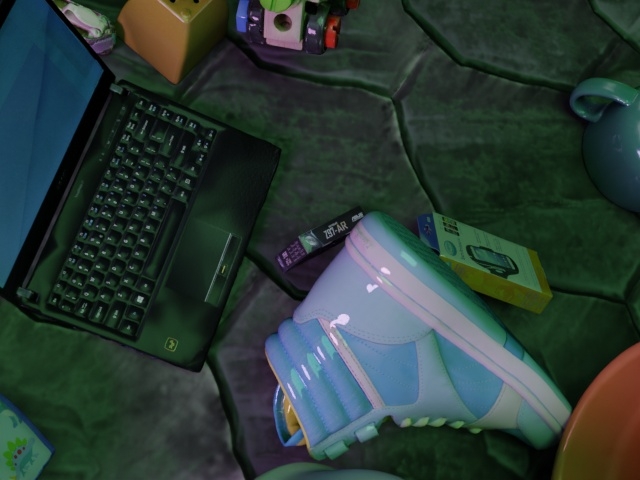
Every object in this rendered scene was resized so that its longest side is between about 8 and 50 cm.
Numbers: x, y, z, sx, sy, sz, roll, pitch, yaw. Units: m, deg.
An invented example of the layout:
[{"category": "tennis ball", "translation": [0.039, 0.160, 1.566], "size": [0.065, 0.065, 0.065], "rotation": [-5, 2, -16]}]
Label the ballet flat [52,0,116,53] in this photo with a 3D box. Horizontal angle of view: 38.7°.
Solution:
[{"category": "ballet flat", "translation": [-0.239, -0.211, 0.837], "size": [0.114, 0.041, 0.041], "rotation": [25, 70, -10]}]

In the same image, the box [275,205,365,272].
[{"category": "box", "translation": [0.000, 0.000, 0.833], "size": [0.067, 0.083, 0.018], "rotation": [-27, 86, -21]}]

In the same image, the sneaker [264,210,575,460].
[{"category": "sneaker", "translation": [0.079, 0.135, 0.816], "size": [0.208, 0.127, 0.319], "rotation": [-44, 118, 7]}]

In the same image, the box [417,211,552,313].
[{"category": "box", "translation": [0.152, 0.019, 0.884], "size": [0.136, 0.028, 0.081], "rotation": [19, 30, -10]}]

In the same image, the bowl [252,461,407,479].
[{"category": "bowl", "translation": [0.060, 0.293, 0.668], "size": [0.298, 0.134, 0.297], "rotation": [35, 40, -37]}]

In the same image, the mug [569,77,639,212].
[{"category": "mug", "translation": [0.348, -0.105, 0.965], "size": [0.158, 0.097, 0.129], "rotation": [8, 73, -16]}]

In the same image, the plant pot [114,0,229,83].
[{"category": "plant pot", "translation": [-0.133, -0.212, 0.848], "size": [0.081, 0.083, 0.081], "rotation": [41, 68, -5]}]

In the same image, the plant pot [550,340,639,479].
[{"category": "plant pot", "translation": [0.345, 0.228, 0.704], "size": [0.204, 0.291, 0.290], "rotation": [13, 72, -19]}]

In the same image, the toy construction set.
[{"category": "toy construction set", "translation": [-0.018, -0.299, 0.825], "size": [0.151, 0.215, 0.327], "rotation": [21, 38, 20]}]

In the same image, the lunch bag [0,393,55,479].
[{"category": "lunch bag", "translation": [-0.291, 0.164, 0.670], "size": [0.151, 0.096, 0.129], "rotation": [30, 40, -2]}]

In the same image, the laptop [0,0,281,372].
[{"category": "laptop", "translation": [-0.173, -0.049, 0.763], "size": [0.264, 0.136, 0.234], "rotation": [23, 70, -11]}]
